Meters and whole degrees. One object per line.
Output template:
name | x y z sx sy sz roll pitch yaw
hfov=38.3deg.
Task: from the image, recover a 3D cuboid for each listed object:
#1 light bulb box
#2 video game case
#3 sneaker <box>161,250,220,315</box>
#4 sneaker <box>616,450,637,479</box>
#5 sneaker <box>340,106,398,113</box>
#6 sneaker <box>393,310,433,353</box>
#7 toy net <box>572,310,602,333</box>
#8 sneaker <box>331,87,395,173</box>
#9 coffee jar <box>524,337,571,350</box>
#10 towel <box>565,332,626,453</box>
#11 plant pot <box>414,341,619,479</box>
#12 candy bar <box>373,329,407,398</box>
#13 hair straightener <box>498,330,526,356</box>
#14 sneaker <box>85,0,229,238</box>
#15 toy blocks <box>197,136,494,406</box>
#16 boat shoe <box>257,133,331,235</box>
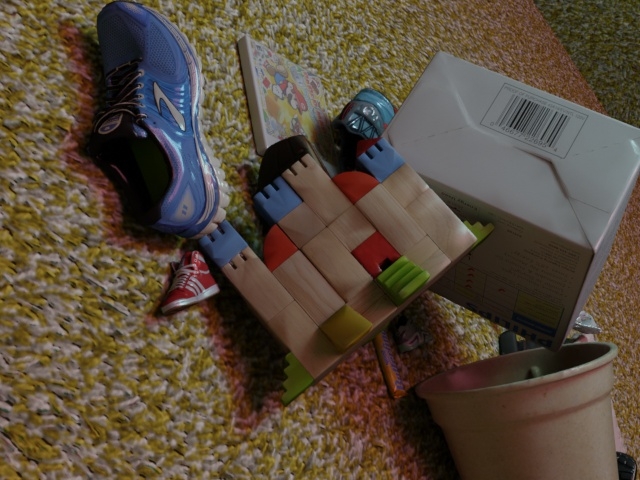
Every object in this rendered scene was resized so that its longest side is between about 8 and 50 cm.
light bulb box | 0.287 -0.052 1.471 0.225 0.358 0.361 -56 160 -22
video game case | -0.050 -0.219 1.583 0.206 0.026 0.227 20 50 -49
sneaker | -0.174 0.052 1.168 0.067 0.042 0.118 67 23 -1
sneaker | 0.511 0.530 1.707 0.124 0.107 0.283 42 73 -41
sneaker | 0.113 -0.215 1.785 0.279 0.107 0.118 16 34 -53
sneaker | 0.158 0.152 1.597 0.098 0.038 0.069 -13 78 -59
toy net | 0.464 0.147 1.898 0.122 0.232 0.045 38 65 -50
sneaker | 0.080 -0.132 1.639 0.125 0.104 0.262 -39 123 -31
coffee jar | 0.504 0.250 1.984 0.184 0.096 0.079 19 27 -49
towel | 0.505 0.380 1.833 0.317 0.053 0.332 -24 100 -50
plant pot | 0.352 0.352 1.503 0.334 0.333 0.306 -10 86 -58
candy bar | 0.107 0.184 1.517 0.040 0.018 0.162 9 58 -54
hair straightener | 0.370 0.266 1.836 0.089 0.047 0.230 45 39 -27
sneaker | -0.224 -0.163 1.178 0.147 0.129 0.330 0 67 -59
toy blocks | 0.016 0.004 1.264 0.261 0.381 0.191 49 -12 11
boat shoe | 0.000 0.000 1.416 0.120 0.122 0.324 -13 85 -64
